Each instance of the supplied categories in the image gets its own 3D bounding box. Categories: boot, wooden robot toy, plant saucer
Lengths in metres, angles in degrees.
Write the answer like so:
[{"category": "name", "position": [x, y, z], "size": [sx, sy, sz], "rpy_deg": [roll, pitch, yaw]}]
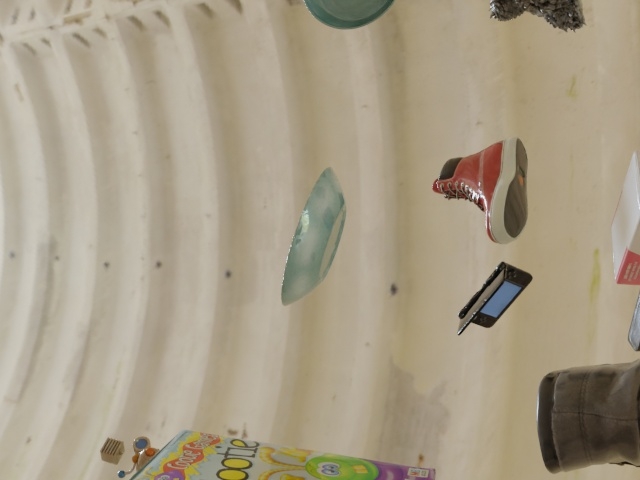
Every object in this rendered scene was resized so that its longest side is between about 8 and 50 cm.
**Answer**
[{"category": "boot", "position": [0.310, 0.108, 0.512], "size": [0.223, 0.338, 0.118], "rpy_deg": [-16, -114, 44]}, {"category": "wooden robot toy", "position": [-0.257, 0.331, 1.132], "size": [0.173, 0.076, 0.079], "rpy_deg": [24, -46, 22]}, {"category": "plant saucer", "position": [0.037, -0.285, 0.806], "size": [0.119, 0.021, 0.119], "rpy_deg": [0, -91, 21]}, {"category": "plant saucer", "position": [0.000, 0.000, 0.984], "size": [0.037, 0.195, 0.195], "rpy_deg": [18, -52, 9]}, {"category": "boot", "position": [0.282, -0.075, 1.360], "size": [0.176, 0.244, 0.088], "rpy_deg": [-16, -50, 32]}]

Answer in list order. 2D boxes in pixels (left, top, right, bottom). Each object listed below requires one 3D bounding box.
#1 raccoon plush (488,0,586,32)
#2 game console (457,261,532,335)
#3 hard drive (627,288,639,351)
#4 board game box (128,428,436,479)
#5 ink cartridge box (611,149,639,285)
[{"category": "raccoon plush", "position": [0.303, -0.473, 1.120], "size": [0.216, 0.446, 0.299], "rpy_deg": [29, -62, 36]}, {"category": "game console", "position": [0.280, 0.102, 1.187], "size": [0.107, 0.071, 0.122], "rpy_deg": [22, -63, -28]}, {"category": "hard drive", "position": [0.336, 0.049, 0.624], "size": [0.135, 0.022, 0.094], "rpy_deg": [-2, -59, -4]}, {"category": "board game box", "position": [-0.037, 0.294, 0.723], "size": [0.275, 0.142, 0.144], "rpy_deg": [5, -81, 13]}, {"category": "ink cartridge box", "position": [0.590, -0.024, 1.082], "size": [0.283, 0.117, 0.207], "rpy_deg": [2, -33, 12]}]
